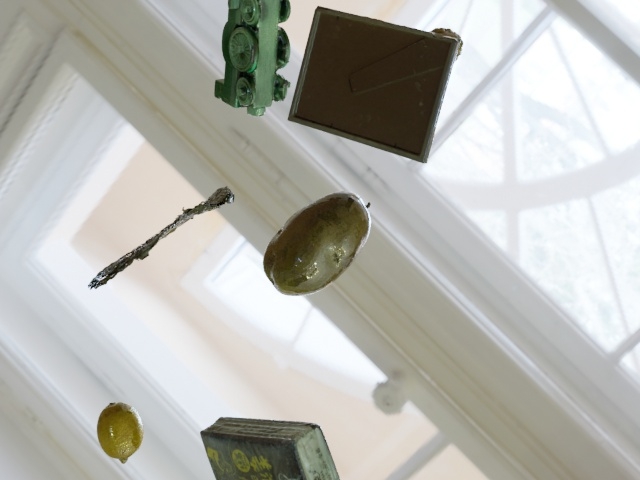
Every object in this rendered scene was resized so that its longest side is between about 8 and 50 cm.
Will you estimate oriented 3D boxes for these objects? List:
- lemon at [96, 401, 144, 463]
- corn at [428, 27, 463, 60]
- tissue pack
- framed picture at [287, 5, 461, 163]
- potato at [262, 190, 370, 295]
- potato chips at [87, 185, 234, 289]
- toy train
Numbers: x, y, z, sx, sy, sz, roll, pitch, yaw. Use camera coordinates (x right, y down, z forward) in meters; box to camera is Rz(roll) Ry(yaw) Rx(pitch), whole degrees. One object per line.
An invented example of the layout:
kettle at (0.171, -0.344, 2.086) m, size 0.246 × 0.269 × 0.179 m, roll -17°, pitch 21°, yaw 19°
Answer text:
lemon at (-0.355, 0.342, 1.565) m, size 0.082 × 0.111 × 0.082 m, roll -12°, pitch 180°, yaw 0°
corn at (0.205, -0.351, 1.719) m, size 0.097 × 0.097 × 0.261 m, roll -44°, pitch -173°, yaw -10°
tissue pack at (-0.086, 0.410, 1.546) m, size 0.257 × 0.186 × 0.081 m, roll -7°, pitch -162°, yaw 44°
framed picture at (0.084, -0.272, 1.513) m, size 0.020 × 0.289 × 0.211 m, roll -4°, pitch 112°, yaw -56°
potato at (0.000, 0.000, 1.703) m, size 0.251 × 0.159 × 0.174 m, roll -37°, pitch -143°, yaw -9°
potato chips at (-0.196, -0.011, 1.124) m, size 0.219 × 0.029 × 0.202 m, roll -29°, pitch -173°, yaw 28°
toy train at (-0.089, -0.253, 1.139) m, size 0.071 × 0.104 × 0.178 m, roll -12°, pitch 119°, yaw -34°
